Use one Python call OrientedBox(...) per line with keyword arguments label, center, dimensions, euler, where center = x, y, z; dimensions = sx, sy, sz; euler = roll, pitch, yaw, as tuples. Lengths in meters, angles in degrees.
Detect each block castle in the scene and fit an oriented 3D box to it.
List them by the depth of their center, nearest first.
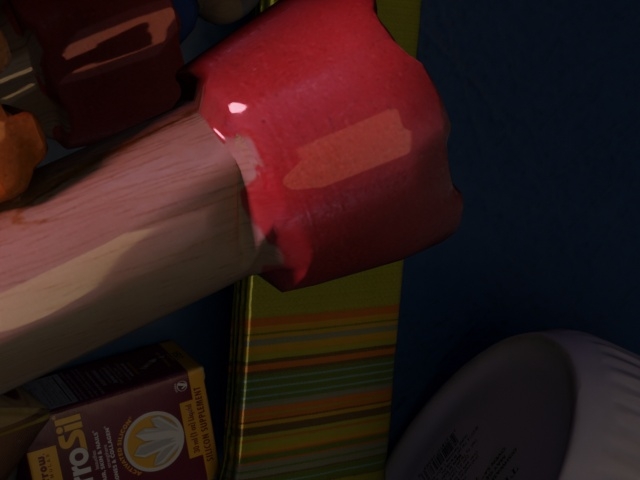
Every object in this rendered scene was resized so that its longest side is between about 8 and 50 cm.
OrientedBox(label="block castle", center=(-0.123, -0.205, 0.526), dimensions=(0.213, 0.303, 0.453), euler=(-26, 113, -17))

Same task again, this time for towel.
OrientedBox(label="towel", center=(0.000, 0.000, 0.768), dimensions=(0.102, 0.021, 0.237), euler=(-3, 99, -47))

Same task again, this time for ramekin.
OrientedBox(label="ramekin", center=(0.099, 0.137, 0.769), dimensions=(0.109, 0.207, 0.207), euler=(32, 88, -18))

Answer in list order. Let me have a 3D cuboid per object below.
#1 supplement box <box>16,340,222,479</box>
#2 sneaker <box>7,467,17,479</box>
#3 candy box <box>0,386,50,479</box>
OrientedBox(label="supplement box", center=(-0.091, 0.083, 0.754), dimensions=(0.083, 0.043, 0.055), euler=(-16, 110, -19))
OrientedBox(label="sneaker", center=(-0.169, 0.158, 0.738), dimensions=(0.076, 0.065, 0.166), euler=(30, 92, -44))
OrientedBox(label="candy box", center=(-0.215, 0.100, 0.544), dimensions=(0.087, 0.316, 0.183), euler=(38, 91, 12))
